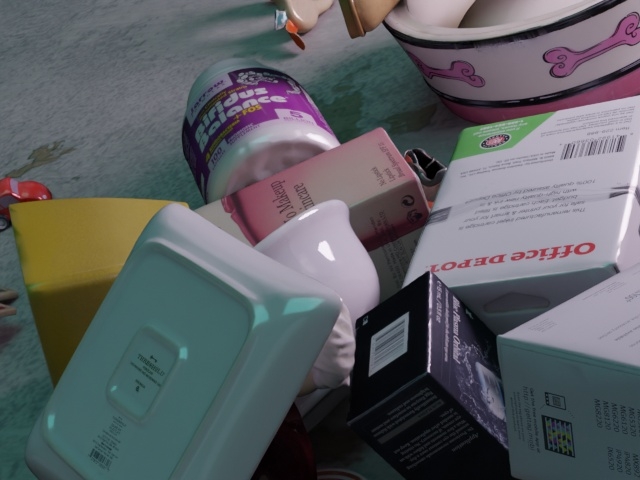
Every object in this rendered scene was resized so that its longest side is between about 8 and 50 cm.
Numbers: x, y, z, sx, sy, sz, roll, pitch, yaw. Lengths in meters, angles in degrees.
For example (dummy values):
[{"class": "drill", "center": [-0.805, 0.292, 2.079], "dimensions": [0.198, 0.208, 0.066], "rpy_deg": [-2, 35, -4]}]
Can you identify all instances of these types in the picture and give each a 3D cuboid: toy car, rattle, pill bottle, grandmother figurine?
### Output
[{"class": "toy car", "center": [-0.496, -0.011, 2.371], "dimensions": [0.239, 0.053, 0.225], "rpy_deg": [-5, 34, 30]}, {"class": "rattle", "center": [-0.064, -0.331, 2.586], "dimensions": [0.142, 0.130, 0.200], "rpy_deg": [-18, 54, 32]}, {"class": "pill bottle", "center": [-0.072, -0.107, 2.110], "dimensions": [0.169, 0.169, 0.301], "rpy_deg": [-25, 29, -3]}, {"class": "grandmother figurine", "center": [-0.084, 0.184, 1.535], "dimensions": [0.342, 0.208, 0.104], "rpy_deg": [-53, -14, 13]}]

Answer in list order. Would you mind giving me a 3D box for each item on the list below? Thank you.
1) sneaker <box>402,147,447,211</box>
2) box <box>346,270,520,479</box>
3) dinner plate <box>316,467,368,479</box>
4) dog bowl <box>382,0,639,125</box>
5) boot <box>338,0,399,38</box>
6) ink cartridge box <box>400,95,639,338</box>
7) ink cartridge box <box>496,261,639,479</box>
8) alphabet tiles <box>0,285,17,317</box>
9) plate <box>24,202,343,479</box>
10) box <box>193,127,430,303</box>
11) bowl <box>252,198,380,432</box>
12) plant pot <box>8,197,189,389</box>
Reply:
[{"class": "sneaker", "center": [0.109, -0.081, 2.035], "dimensions": [0.061, 0.065, 0.158], "rpy_deg": [-26, 30, -27]}, {"class": "box", "center": [0.110, 0.138, 1.563], "dimensions": [0.093, 0.158, 0.156], "rpy_deg": [-35, 24, 24]}, {"class": "dinner plate", "center": [-0.014, 0.257, 1.618], "dimensions": [0.141, 0.017, 0.141], "rpy_deg": [-17, 29, 10]}, {"class": "dog bowl", "center": [0.283, -0.286, 2.177], "dimensions": [0.408, 0.150, 0.408], "rpy_deg": [-18, 30, 11]}, {"class": "boot", "center": [0.159, -0.340, 2.113], "dimensions": [0.269, 0.089, 0.236], "rpy_deg": [-12, 31, 17]}, {"class": "ink cartridge box", "center": [0.217, -0.001, 1.718], "dimensions": [0.211, 0.121, 0.289], "rpy_deg": [-8, 32, 25]}, {"class": "ink cartridge box", "center": [0.343, 0.103, 1.418], "dimensions": [0.309, 0.130, 0.272], "rpy_deg": [-23, 23, -39]}, {"class": "alphabet tiles", "center": [-0.538, 0.066, 2.113], "dimensions": [0.285, 0.011, 0.342], "rpy_deg": [14, 14, 35]}, {"class": "plate", "center": [-0.135, 0.118, 1.519], "dimensions": [0.277, 0.045, 0.278], "rpy_deg": [28, 89, 49]}, {"class": "box", "center": [0.000, 0.000, 1.923], "dimensions": [0.232, 0.127, 0.148], "rpy_deg": [-24, 29, -3]}, {"class": "bowl", "center": [-0.040, 0.109, 1.703], "dimensions": [0.298, 0.134, 0.298], "rpy_deg": [-43, -11, -10]}, {"class": "plant pot", "center": [-0.203, 0.070, 1.890], "dimensions": [0.187, 0.212, 0.212], "rpy_deg": [-16, 28, -7]}]
